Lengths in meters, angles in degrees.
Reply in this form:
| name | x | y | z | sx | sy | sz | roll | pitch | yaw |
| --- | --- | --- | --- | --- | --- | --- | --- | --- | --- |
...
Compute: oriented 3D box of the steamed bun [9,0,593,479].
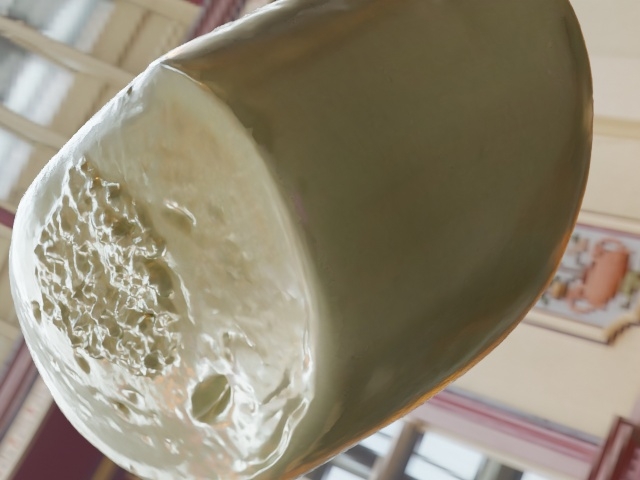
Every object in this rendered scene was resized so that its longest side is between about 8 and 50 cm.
| name | x | y | z | sx | sy | sz | roll | pitch | yaw |
| --- | --- | --- | --- | --- | --- | --- | --- | --- | --- |
| steamed bun | 0.000 | 0.000 | 0.675 | 0.200 | 0.250 | 0.154 | -26 | -96 | -34 |
